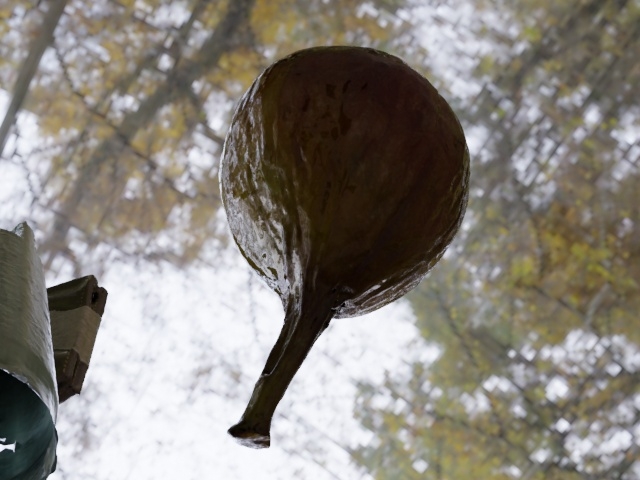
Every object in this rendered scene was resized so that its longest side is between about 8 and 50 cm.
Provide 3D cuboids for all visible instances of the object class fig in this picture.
[{"bbox_3d":[0.010,0.011,1.005,0.191,0.191,0.290,13,-106,-29],"label":"fig"}]

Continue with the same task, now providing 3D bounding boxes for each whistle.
[{"bbox_3d":[-0.147,0.039,0.619,0.062,0.062,0.312,23,-174,-15],"label":"whistle"}]

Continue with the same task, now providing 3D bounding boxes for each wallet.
[{"bbox_3d":[-0.327,0.132,1.324,0.221,0.262,0.071,-90,-24,-69],"label":"wallet"}]
